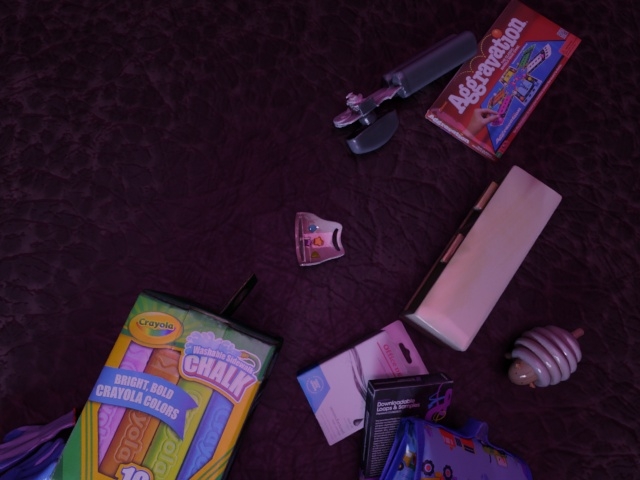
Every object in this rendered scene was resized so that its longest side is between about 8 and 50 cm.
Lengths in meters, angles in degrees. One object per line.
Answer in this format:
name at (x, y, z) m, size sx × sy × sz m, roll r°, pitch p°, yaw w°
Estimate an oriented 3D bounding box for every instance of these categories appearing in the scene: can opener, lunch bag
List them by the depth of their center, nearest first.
lunch bag at (0.166, 0.370, 0.534) m, size 0.221 × 0.138 × 0.292 m, roll 28°, pitch 70°, yaw -22°
can opener at (0.143, -0.253, 0.729) m, size 0.280 × 0.074 × 0.093 m, roll -37°, pitch 117°, yaw -7°

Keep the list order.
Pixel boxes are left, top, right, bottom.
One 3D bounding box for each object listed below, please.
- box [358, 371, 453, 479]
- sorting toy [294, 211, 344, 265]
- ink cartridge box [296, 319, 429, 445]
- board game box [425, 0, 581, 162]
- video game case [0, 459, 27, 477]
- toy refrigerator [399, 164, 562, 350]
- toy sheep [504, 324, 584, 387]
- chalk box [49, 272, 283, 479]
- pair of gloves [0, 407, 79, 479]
box at (0.115, 0.261, 0.589) m, size 0.116 × 0.029 × 0.161 m, roll 0°, pitch 106°, yaw -16°
sorting toy at (0.000, 0.000, 0.678) m, size 0.075 × 0.045 × 0.083 m, roll -2°, pitch 78°, yaw -10°
ink cartridge box at (0.067, 0.198, 0.628) m, size 0.180 × 0.060 × 0.104 m, roll -26°, pitch 81°, yaw -8°
board game box at (0.320, -0.284, 0.755) m, size 0.145 × 0.027 × 0.281 m, roll 36°, pitch 79°, yaw 6°
video game case at (-0.421, 0.473, 0.551) m, size 0.244 × 0.061 × 0.269 m, roll -34°, pitch 82°, yaw -10°
toy refrigerator at (0.232, 0.025, 0.650) m, size 0.094 × 0.102 × 0.269 m, roll 36°, pitch 80°, yaw 5°
toy sheep at (0.329, 0.165, 0.632) m, size 0.132 × 0.091 × 0.091 m, roll -36°, pitch 82°, yaw -9°
chalk box at (-0.161, 0.172, 0.566) m, size 0.179 × 0.180 × 0.288 m, roll 21°, pitch 77°, yaw 2°
pair of gloves at (-0.385, 0.279, 0.537) m, size 0.159 × 0.198 × 0.023 m, roll -28°, pitch 107°, yaw -18°
